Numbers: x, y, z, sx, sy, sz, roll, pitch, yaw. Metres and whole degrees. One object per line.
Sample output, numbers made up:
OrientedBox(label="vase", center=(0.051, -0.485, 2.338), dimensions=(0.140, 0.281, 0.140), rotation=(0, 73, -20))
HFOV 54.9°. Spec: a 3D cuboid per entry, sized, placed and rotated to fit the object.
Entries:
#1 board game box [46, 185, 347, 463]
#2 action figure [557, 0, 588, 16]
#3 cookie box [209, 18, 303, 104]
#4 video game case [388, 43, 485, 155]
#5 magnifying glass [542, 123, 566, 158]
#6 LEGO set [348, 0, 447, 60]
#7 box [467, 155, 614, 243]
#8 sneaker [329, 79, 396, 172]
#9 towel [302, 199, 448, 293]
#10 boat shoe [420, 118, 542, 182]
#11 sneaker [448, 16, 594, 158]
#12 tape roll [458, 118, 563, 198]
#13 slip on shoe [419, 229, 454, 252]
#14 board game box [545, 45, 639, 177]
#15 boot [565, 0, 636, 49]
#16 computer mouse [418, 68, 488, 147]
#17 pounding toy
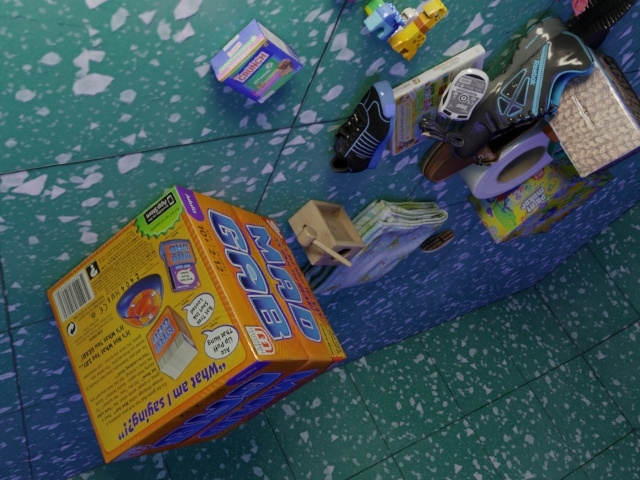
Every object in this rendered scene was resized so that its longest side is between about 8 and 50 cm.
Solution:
OrientedBox(label="board game box", center=(-0.236, 0.170, 1.221), dimensions=(0.356, 0.356, 0.356), rotation=(-36, 158, 16))
OrientedBox(label="action figure", center=(0.432, -0.501, 0.876), dimensions=(0.276, 0.248, 0.370), rotation=(-49, 168, -29))
OrientedBox(label="cookie box", center=(-0.091, -0.255, 0.893), dimensions=(0.092, 0.040, 0.107), rotation=(-37, 156, 20))
OrientedBox(label="video game case", center=(0.231, -0.279, 1.261), dimensions=(0.206, 0.026, 0.227), rotation=(-28, 159, -3))
OrientedBox(label="magnifying glass", center=(0.584, -0.246, 1.501), dimensions=(0.092, 0.026, 0.231), rotation=(-40, 155, 24))
OrientedBox(label="LEGO set", center=(0.125, -0.340, 0.912), dimensions=(0.093, 0.087, 0.227), rotation=(-39, 158, 23))
OrientedBox(label="box", center=(0.659, -0.155, 1.855), dimensions=(0.279, 0.177, 0.290), rotation=(-10, 152, -40))
OrientedBox(label="sneaker", center=(0.076, -0.203, 1.161), dimensions=(0.090, 0.081, 0.232), rotation=(-14, 151, -16))
OrientedBox(label="towel", center=(0.152, 0.023, 1.744), dimensions=(0.320, 0.090, 0.374), rotation=(-2, 146, -48))
OrientedBox(label="boat shoe", center=(0.368, -0.224, 1.434), dimensions=(0.307, 0.104, 0.110), rotation=(-43, 151, 29))
OrientedBox(label="sneaker", center=(0.397, -0.279, 1.259), dimensions=(0.125, 0.140, 0.341), rotation=(-19, 154, -49))
OrientedBox(label="tape roll", center=(0.492, -0.231, 1.591), dimensions=(0.286, 0.100, 0.286), rotation=(-25, 157, -11))
OrientedBox(label="slip on shoe", center=(0.386, 0.008, 2.056), dimensions=(0.135, 0.051, 0.041), rotation=(-29, 157, -22))
OrientedBox(label="board game box", center=(0.614, -0.282, 1.364), dimensions=(0.141, 0.232, 0.291), rotation=(-34, 170, 35))
OrientedBox(label="boot", center=(0.580, -0.452, 1.264), dimensions=(0.137, 0.077, 0.198), rotation=(-19, 170, -36))
OrientedBox(label="computer mouse", center=(0.271, -0.268, 1.213), dimensions=(0.106, 0.042, 0.193), rotation=(16, 142, -6))
OrientedBox(label="pounding toy", center=(0.001, 0.007, 1.394), dimensions=(0.094, 0.181, 0.206), rotation=(-41, 156, 28))
